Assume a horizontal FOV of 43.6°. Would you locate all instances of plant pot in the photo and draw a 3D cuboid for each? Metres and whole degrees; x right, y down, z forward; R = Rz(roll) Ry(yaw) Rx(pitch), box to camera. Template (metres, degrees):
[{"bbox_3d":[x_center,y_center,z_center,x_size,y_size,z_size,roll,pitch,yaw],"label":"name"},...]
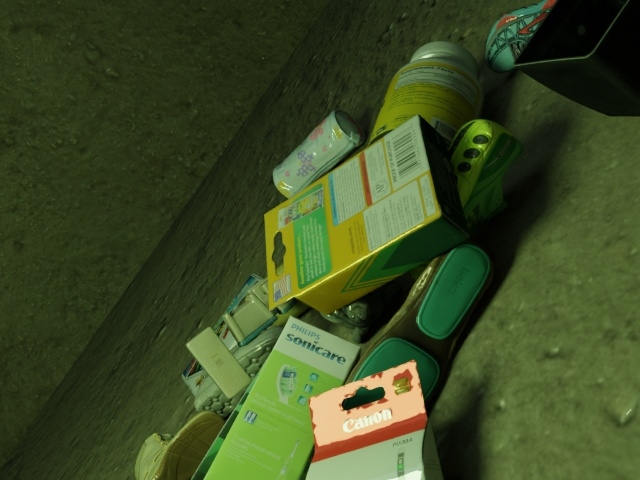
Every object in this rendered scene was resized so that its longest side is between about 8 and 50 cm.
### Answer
[{"bbox_3d":[0.422,-0.272,1.111,0.187,0.167,0.188,-55,19,-3],"label":"plant pot"}]

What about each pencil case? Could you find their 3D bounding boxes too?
[{"bbox_3d":[-0.008,-0.219,2.089,0.273,0.113,0.124,-42,32,30],"label":"pencil case"}]

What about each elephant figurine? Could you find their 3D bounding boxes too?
[{"bbox_3d":[0.053,0.096,1.379,0.239,0.186,0.169,45,136,38],"label":"elephant figurine"}]

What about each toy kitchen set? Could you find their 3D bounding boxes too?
[{"bbox_3d":[-0.135,0.174,1.476,0.207,0.122,0.166,-38,4,-15],"label":"toy kitchen set"}]

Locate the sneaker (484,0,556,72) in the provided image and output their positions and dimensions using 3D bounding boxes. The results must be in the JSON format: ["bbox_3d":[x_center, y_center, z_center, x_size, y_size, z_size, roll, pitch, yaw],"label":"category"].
[{"bbox_3d":[0.387,-0.361,1.440,0.262,0.104,0.125,-25,36,54],"label":"sneaker"}]

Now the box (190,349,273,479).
[{"bbox_3d":[-0.159,0.361,1.360,0.322,0.058,0.232,-59,-1,-38],"label":"box"}]

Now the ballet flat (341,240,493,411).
[{"bbox_3d":[0.133,0.150,1.170,0.342,0.116,0.124,-58,0,-14],"label":"ballet flat"}]

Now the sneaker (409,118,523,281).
[{"bbox_3d":[0.230,-0.044,1.264,0.295,0.123,0.109,-65,27,25],"label":"sneaker"}]

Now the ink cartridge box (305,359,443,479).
[{"bbox_3d":[0.056,0.277,0.991,0.181,0.056,0.224,-25,62,28],"label":"ink cartridge box"}]

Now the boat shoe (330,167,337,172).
[{"bbox_3d":[0.002,-0.107,1.950,0.170,0.063,0.059,-54,25,0],"label":"boat shoe"}]

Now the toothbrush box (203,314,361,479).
[{"bbox_3d":[-0.050,0.287,1.182,0.283,0.122,0.206,-61,-14,-23],"label":"toothbrush box"}]

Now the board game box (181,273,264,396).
[{"bbox_3d":[-0.202,0.226,1.866,0.305,0.053,0.193,-56,20,-6],"label":"board game box"}]

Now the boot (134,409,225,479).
[{"bbox_3d":[-0.304,0.441,1.683,0.262,0.095,0.203,-57,18,1],"label":"boot"}]

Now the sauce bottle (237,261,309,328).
[{"bbox_3d":[-0.031,0.079,1.643,0.344,0.111,0.111,-38,24,34],"label":"sauce bottle"}]

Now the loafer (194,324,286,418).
[{"bbox_3d":[-0.156,0.252,1.630,0.319,0.112,0.111,-40,32,35],"label":"loafer"}]

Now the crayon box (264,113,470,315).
[{"bbox_3d":[0.059,-0.025,1.238,0.323,0.083,0.203,-30,46,28],"label":"crayon box"}]

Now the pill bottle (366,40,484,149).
[{"bbox_3d":[0.202,-0.218,1.494,0.188,0.188,0.334,-33,28,45],"label":"pill bottle"}]
